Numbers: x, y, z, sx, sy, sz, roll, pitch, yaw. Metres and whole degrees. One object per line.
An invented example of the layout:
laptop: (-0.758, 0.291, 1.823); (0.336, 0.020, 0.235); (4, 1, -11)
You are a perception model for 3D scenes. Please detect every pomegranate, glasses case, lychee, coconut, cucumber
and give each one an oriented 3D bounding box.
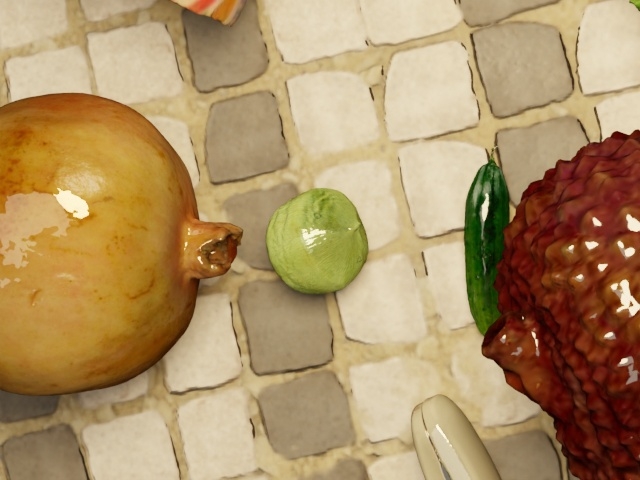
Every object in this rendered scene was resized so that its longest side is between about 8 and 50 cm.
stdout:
pomegranate: (-0.198, 0.005, 1.527); (0.270, 0.229, 0.252); (7, 94, 9)
glasses case: (0.130, 0.223, 1.524); (0.051, 0.081, 0.204); (-26, 83, 15)
lychee: (0.278, 0.056, 1.371); (0.330, 0.306, 0.306); (-15, 88, -8)
coconut: (0.000, 0.000, 1.550); (0.096, 0.088, 0.088); (-17, 87, 43)
cucumber: (0.138, 0.006, 1.537); (0.039, 0.039, 0.168); (0, 93, 14)

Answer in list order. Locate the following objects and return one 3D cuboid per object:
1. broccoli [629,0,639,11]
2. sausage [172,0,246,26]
broccoli: (0.296, -0.295, 1.392); (0.265, 0.245, 0.294); (3, 67, 33)
sausage: (-0.113, -0.342, 1.496); (0.233, 0.233, 0.287); (29, 99, 12)
